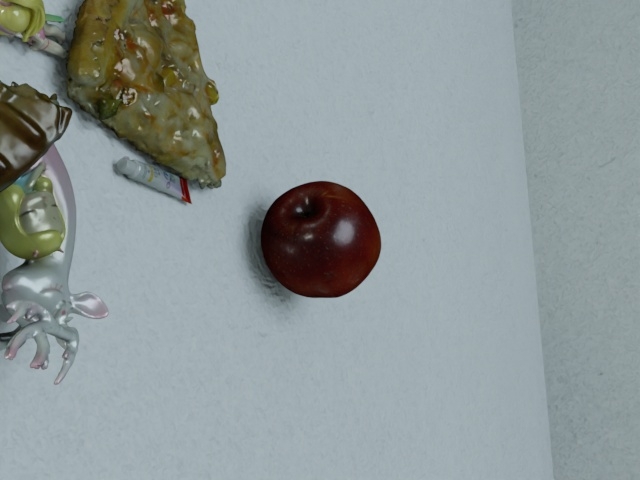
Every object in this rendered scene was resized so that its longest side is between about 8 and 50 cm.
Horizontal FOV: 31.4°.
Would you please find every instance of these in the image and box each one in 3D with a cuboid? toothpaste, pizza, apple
[{"bbox_3d":[-0.268,-0.101,1.869,0.190,0.031,0.048,22,49,-60],"label":"toothpaste"},{"bbox_3d":[-0.288,-0.297,1.864,0.392,0.080,0.435,-7,80,-63],"label":"pizza"},{"bbox_3d":[0.000,0.000,2.109,0.218,0.218,0.201,-73,145,-45],"label":"apple"}]

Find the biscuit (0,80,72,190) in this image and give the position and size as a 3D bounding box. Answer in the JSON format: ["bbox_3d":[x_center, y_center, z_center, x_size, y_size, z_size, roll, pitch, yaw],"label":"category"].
[{"bbox_3d":[-0.487,-0.179,1.273,0.366,0.115,0.268,42,66,-7],"label":"biscuit"}]

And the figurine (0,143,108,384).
[{"bbox_3d":[-0.406,0.039,1.408,0.316,0.206,0.284,68,23,0],"label":"figurine"}]

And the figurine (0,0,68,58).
[{"bbox_3d":[-0.420,-0.319,1.663,0.187,0.083,0.083,30,50,-66],"label":"figurine"}]
